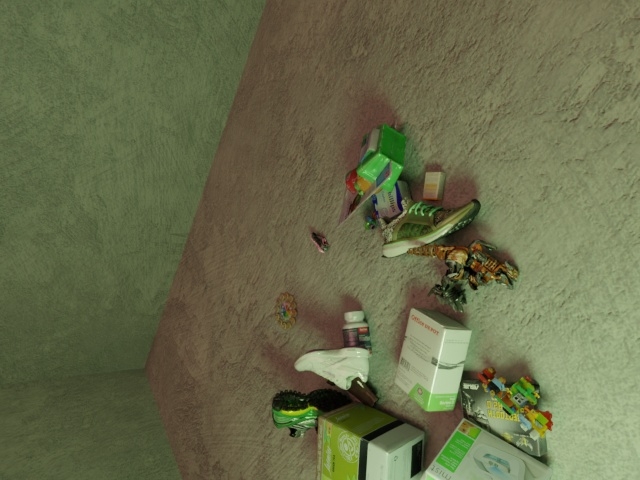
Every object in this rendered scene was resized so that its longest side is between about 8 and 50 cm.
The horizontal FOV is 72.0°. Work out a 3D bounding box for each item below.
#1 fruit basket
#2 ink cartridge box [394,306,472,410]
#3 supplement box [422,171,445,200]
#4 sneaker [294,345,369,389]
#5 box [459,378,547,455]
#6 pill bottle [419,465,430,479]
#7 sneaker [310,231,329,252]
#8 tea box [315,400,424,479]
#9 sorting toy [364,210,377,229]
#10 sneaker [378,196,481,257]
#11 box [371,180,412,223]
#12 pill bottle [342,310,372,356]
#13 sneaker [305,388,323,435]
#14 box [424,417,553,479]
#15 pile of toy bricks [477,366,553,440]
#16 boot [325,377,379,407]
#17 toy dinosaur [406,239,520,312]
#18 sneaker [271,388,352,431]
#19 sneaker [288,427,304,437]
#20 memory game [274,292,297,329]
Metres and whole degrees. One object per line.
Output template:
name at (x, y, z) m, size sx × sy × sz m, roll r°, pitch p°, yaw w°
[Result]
fruit basket at (0.169, -0.259, 1.678) m, size 0.353 × 0.165 × 0.327 m, roll -38°, pitch 28°, yaw 45°
ink cartridge box at (0.362, 0.381, 1.439) m, size 0.198 × 0.114 × 0.273 m, roll -152°, pitch 72°, yaw -66°
supplement box at (0.401, -0.191, 1.554) m, size 0.062 × 0.036 × 0.099 m, roll 10°, pitch 94°, yaw 50°
sneaker at (0.037, 0.478, 1.639) m, size 0.304 × 0.114 × 0.152 m, roll -13°, pitch 66°, yaw 24°
box at (0.534, 0.514, 1.304) m, size 0.231 × 0.056 × 0.183 m, roll -13°, pitch 76°, yaw 49°
pill bottle at (0.449, 0.804, 1.270) m, size 0.333 × 0.187 × 0.188 m, roll 31°, pitch 109°, yaw 47°
sneaker at (0.000, 0.000, 2.005) m, size 0.057 × 0.047 × 0.119 m, roll -51°, pitch 58°, yaw 25°
tea box at (0.167, 0.799, 1.549) m, size 0.323 × 0.219 × 0.330 m, roll 5°, pitch 94°, yaw 46°
sorting toy at (0.215, -0.076, 1.741) m, size 0.042 × 0.061 × 0.102 m, roll 50°, pitch 123°, yaw 38°
sneaker at (0.338, -0.074, 1.493) m, size 0.410 × 0.158 × 0.182 m, roll -28°, pitch 83°, yaw 44°
box at (0.275, -0.141, 1.671) m, size 0.137 × 0.072 × 0.126 m, roll -31°, pitch 64°, yaw 43°
pill bottle at (0.142, 0.373, 1.741) m, size 0.107 × 0.107 × 0.180 m, roll -20°, pitch 71°, yaw 47°
sneaker at (0.022, 0.757, 1.849) m, size 0.272 × 0.107 × 0.100 m, roll 66°, pitch 160°, yaw 8°
box at (0.450, 0.665, 1.200) m, size 0.261 × 0.231 × 0.127 m, roll 22°, pitch 126°, yaw 37°
pile of toy bricks at (0.540, 0.418, 1.205) m, size 0.105 × 0.118 × 0.212 m, roll -37°, pitch 36°, yaw -6°
boot at (0.122, 0.591, 1.751) m, size 0.207 × 0.090 × 0.248 m, roll 48°, pitch 150°, yaw 18°
toy dinosaur at (0.438, 0.091, 1.382) m, size 0.321 × 0.164 × 0.219 m, roll 26°, pitch 105°, yaw 42°
sneaker at (-0.027, 0.685, 1.763) m, size 0.134 × 0.343 × 0.147 m, roll -98°, pitch 16°, yaw -62°
sneaker at (-0.122, 0.824, 2.027) m, size 0.063 × 0.074 × 0.171 m, roll -27°, pitch 65°, yaw 45°
memory game at (-0.173, 0.352, 2.189) m, size 0.186 × 0.012 × 0.187 m, roll -8°, pitch 80°, yaw 49°
